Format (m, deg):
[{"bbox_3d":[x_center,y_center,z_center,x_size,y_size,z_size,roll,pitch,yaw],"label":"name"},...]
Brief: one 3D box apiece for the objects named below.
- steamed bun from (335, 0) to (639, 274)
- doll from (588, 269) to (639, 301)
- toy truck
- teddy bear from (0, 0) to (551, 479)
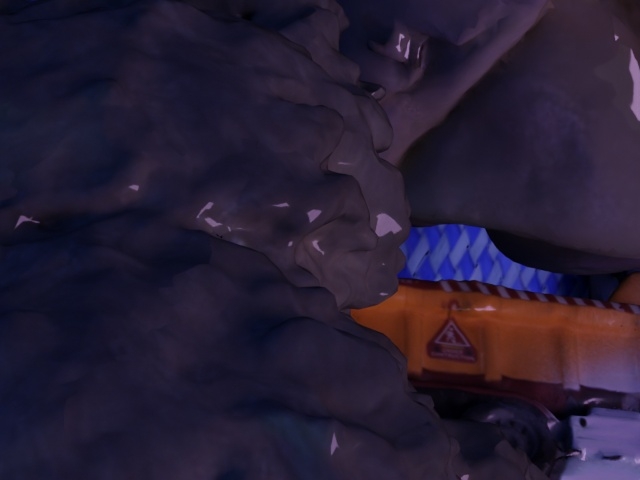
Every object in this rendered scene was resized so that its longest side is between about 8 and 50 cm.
[{"bbox_3d":[0.156,-0.151,0.886,0.342,0.255,0.368,-36,128,-51],"label":"steamed bun"},{"bbox_3d":[0.208,0.072,1.213,0.149,0.095,0.192,-28,126,-43],"label":"doll"},{"bbox_3d":[0.089,0.083,0.842,0.114,0.270,0.135,103,-7,-45],"label":"toy truck"},{"bbox_3d":[-0.060,0.069,0.621,0.224,0.357,0.367,115,-9,-45],"label":"teddy bear"}]
